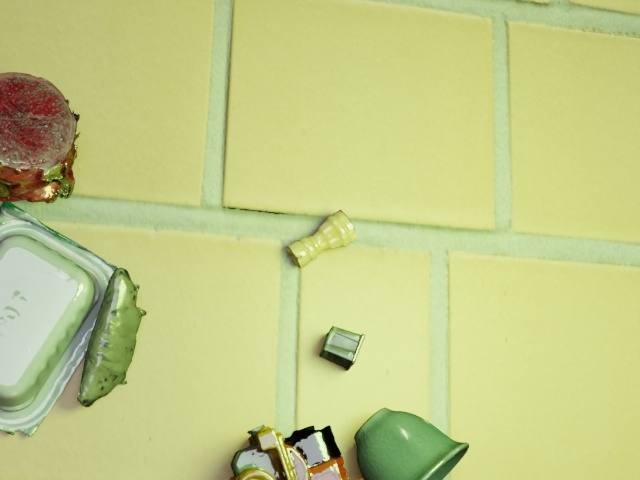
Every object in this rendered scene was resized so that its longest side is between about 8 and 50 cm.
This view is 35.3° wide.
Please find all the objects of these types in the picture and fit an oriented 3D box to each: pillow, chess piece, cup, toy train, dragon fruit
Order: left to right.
[{"bbox_3d":[-0.517,-0.156,1.721,0.211,0.147,0.282,-29,77,-31],"label":"dragon fruit"},{"bbox_3d":[-0.348,0.170,1.714,0.093,0.051,0.241,20,80,-41],"label":"pillow"},{"bbox_3d":[-0.016,0.475,1.668,0.231,0.163,0.369,-18,81,-14],"label":"toy train"},{"bbox_3d":[0.000,0.000,1.842,0.122,0.066,0.066,-29,85,-11],"label":"chess piece"},{"bbox_3d":[0.135,0.369,1.737,0.199,0.199,0.150,-38,69,-18],"label":"cup"}]

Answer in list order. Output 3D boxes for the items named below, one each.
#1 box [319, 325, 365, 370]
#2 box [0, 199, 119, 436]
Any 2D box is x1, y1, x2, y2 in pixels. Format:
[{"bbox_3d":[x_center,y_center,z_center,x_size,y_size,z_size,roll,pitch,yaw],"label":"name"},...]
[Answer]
[{"bbox_3d":[0.037,0.189,1.792,0.063,0.085,0.060,23,74,-1],"label":"box"},{"bbox_3d":[-0.509,0.126,1.673,0.264,0.106,0.337,31,72,-4],"label":"box"}]
